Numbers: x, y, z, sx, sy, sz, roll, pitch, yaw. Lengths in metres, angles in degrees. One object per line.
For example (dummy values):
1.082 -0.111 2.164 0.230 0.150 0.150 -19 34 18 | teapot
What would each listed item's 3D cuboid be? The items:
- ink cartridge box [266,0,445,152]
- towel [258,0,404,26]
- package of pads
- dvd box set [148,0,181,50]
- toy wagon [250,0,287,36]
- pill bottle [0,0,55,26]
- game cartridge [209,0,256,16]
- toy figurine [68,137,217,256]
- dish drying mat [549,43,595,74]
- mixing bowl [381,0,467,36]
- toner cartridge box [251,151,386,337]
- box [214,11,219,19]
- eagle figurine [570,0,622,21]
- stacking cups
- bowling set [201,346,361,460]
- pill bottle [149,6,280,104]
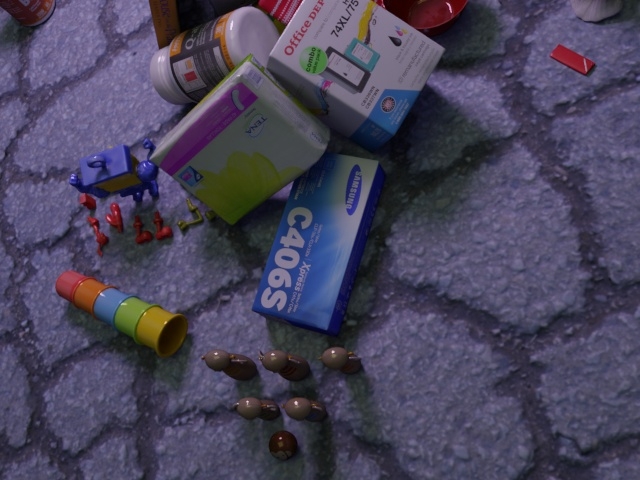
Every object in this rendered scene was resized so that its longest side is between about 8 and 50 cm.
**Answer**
0.054 -0.334 1.372 0.270 0.197 0.198 31 84 -6 | ink cartridge box
0.028 -0.498 1.494 0.275 0.031 0.198 31 83 -15 | towel
-0.153 -0.181 1.387 0.297 0.229 0.101 -35 26 34 | package of pads
-0.355 -0.626 1.547 0.062 0.420 0.307 -7 70 -8 | dvd box set
-0.032 -0.535 1.595 0.267 0.068 0.344 31 85 24 | toy wagon
-0.788 -0.652 1.806 0.121 0.216 0.121 -6 71 17 | pill bottle
-0.124 -0.606 1.501 0.297 0.198 0.062 -36 76 -1 | game cartridge
-0.393 -0.120 1.498 0.363 0.217 0.191 -15 69 14 | toy figurine
0.492 -0.354 1.392 0.083 0.008 0.032 39 89 25 | dish drying mat
0.223 -0.491 1.475 0.182 0.098 0.181 -4 72 13 | mixing bowl
0.000 0.000 1.404 0.165 0.075 0.347 12 77 21 | toner cartridge box
-0.223 -0.516 1.640 0.027 0.094 0.136 0 68 -19 | box
0.602 -0.583 1.359 0.298 0.225 0.226 -37 106 -28 | eagle figurine
-0.428 0.138 1.491 0.316 0.096 0.096 22 81 24 | stacking cups
-0.064 0.291 1.286 0.287 0.154 0.199 -8 70 16 | bowling set
-0.228 -0.385 1.528 0.279 0.162 0.162 -7 69 38 | pill bottle
